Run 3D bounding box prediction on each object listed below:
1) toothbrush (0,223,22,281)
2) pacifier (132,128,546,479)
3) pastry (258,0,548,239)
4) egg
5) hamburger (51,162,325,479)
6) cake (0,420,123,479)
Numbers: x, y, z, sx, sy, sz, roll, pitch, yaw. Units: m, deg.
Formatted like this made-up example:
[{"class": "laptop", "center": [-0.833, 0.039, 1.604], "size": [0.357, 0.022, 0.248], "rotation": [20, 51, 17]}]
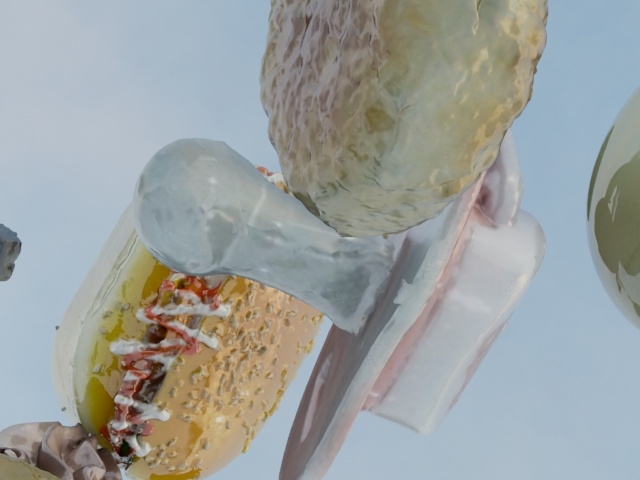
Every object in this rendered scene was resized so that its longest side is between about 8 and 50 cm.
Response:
[{"class": "toothbrush", "center": [-0.291, -0.070, 0.966], "size": [0.297, 0.030, 0.031], "rotation": [41, -67, 27]}, {"class": "pacifier", "center": [0.024, 0.021, 0.974], "size": [0.220, 0.273, 0.332], "rotation": [58, -47, 40]}, {"class": "pastry", "center": [0.037, -0.100, 0.707], "size": [0.093, 0.192, 0.182], "rotation": [10, -57, -25]}, {"class": "egg", "center": [0.288, -0.038, 1.040], "size": [0.186, 0.186, 0.242], "rotation": [22, -75, 12]}, {"class": "hamburger", "center": [-0.100, 0.072, 1.269], "size": [0.151, 0.295, 0.227], "rotation": [12, -19, 44]}, {"class": "cake", "center": [-0.225, 0.217, 1.137], "size": [0.185, 0.178, 0.208], "rotation": [11, -28, 22]}]
